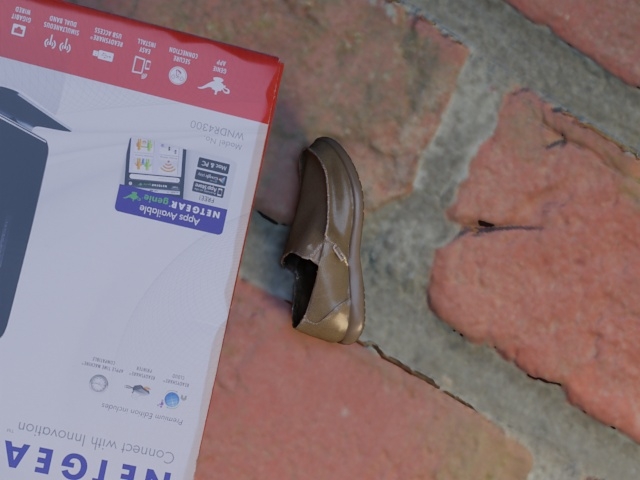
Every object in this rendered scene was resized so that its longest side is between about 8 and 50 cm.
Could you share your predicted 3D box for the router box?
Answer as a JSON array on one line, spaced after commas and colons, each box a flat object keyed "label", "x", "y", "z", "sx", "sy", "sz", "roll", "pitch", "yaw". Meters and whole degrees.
[{"label": "router box", "x": -0.217, "y": -0.005, "z": 1.122, "sx": 0.335, "sy": 0.082, "sz": 0.301, "roll": 13, "pitch": 83, "yaw": -15}]

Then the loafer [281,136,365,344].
[{"label": "loafer", "x": 0.000, "y": 0.000, "z": 1.270, "sx": 0.050, "sy": 0.056, "sz": 0.148, "roll": -3, "pitch": 81, "yaw": -24}]
